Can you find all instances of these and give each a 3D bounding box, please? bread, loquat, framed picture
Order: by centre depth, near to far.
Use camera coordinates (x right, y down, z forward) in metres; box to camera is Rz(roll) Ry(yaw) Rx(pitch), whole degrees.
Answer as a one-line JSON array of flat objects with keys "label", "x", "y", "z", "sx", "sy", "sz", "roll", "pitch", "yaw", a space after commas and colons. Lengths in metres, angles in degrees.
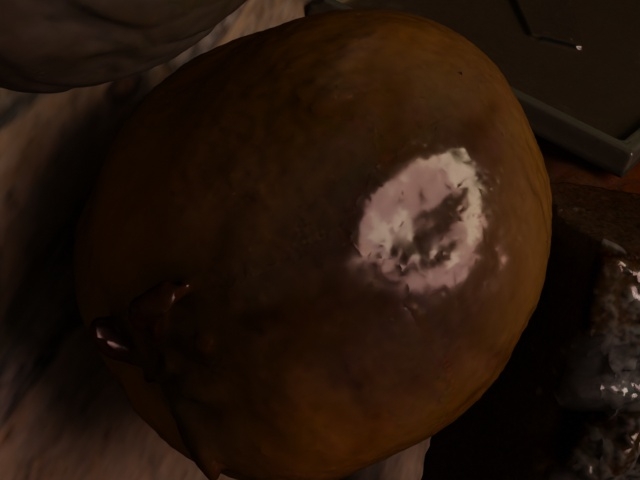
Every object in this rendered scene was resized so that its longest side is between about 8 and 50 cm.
[{"label": "loquat", "x": 0.000, "y": 0.000, "z": 0.732, "sx": 0.238, "sy": 0.238, "sz": 0.193, "roll": -54, "pitch": 130, "yaw": -45}, {"label": "bread", "x": 0.127, "y": 0.174, "z": 0.859, "sx": 0.165, "sy": 0.113, "sz": 0.416, "roll": 3, "pitch": 116, "yaw": -31}, {"label": "framed picture", "x": 0.150, "y": -0.138, "z": 1.013, "sx": 0.289, "sy": 0.211, "sz": 0.020, "roll": -36, "pitch": 150, "yaw": -54}]

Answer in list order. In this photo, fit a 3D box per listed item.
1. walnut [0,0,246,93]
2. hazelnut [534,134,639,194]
[{"label": "walnut", "x": -0.108, "y": -0.160, "z": 0.594, "sx": 0.224, "sy": 0.224, "sz": 0.224, "roll": 4, "pitch": 86, "yaw": -58}, {"label": "hazelnut", "x": 0.126, "y": 0.018, "z": 0.963, "sx": 0.181, "sy": 0.212, "sz": 0.181, "roll": 22, "pitch": 49, "yaw": -17}]
